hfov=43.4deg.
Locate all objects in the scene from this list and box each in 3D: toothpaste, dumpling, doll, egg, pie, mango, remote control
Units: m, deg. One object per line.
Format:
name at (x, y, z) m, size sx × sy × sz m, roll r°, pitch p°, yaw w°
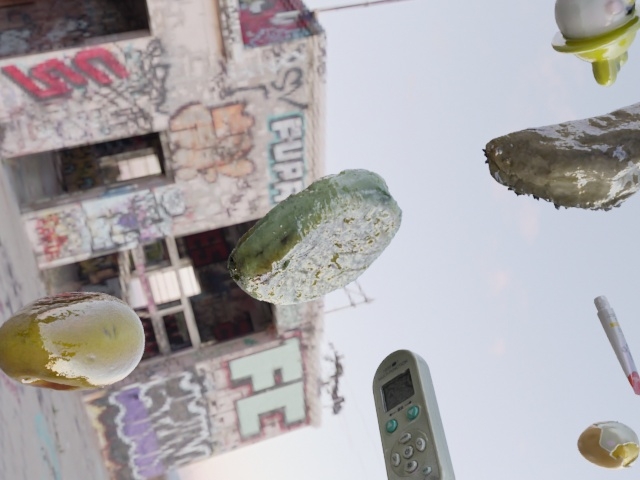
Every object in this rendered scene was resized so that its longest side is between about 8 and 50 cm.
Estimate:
toothpaste at (0.532, 0.186, 1.430) m, size 0.031 × 0.048 × 0.190 m, roll -33°, pitch -124°, yaw 30°
dumpling at (0.435, -0.131, 1.268) m, size 0.086 × 0.332 × 0.166 m, roll 28°, pitch 46°, yaw -75°
doll at (0.246, -0.259, 0.736) m, size 0.135 × 0.098 × 0.241 m, roll -90°, pitch 160°, yaw -59°
egg at (0.413, 0.295, 1.158) m, size 0.071 × 0.083 × 0.071 m, roll 1°, pitch 90°, yaw -85°
pie at (0.000, 0.000, 1.165) m, size 0.079 × 0.277 × 0.277 m, roll 60°, pitch -22°, yaw 23°
mango at (-0.473, 0.184, 1.499) m, size 0.365 × 0.252 × 0.182 m, roll 30°, pitch 62°, yaw -79°
remote control at (0.108, 0.222, 0.934) m, size 0.078 × 0.042 × 0.221 m, roll -40°, pitch -146°, yaw 26°
